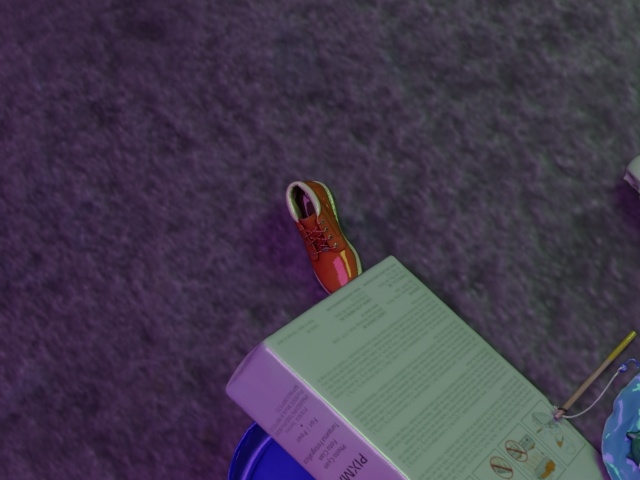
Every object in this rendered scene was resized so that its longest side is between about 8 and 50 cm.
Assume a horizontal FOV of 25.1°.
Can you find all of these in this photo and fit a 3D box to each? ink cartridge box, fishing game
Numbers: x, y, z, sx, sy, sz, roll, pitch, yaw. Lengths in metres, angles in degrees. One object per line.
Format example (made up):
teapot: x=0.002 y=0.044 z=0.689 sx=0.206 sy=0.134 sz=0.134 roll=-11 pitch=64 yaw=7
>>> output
ink cartridge box: x=0.126 y=0.211 z=1.557 sx=0.385 sy=0.308 sz=0.091 roll=44 pitch=122 yaw=10
fishing game: x=0.403 y=0.218 z=1.576 sx=0.189 sy=0.041 sz=0.264 roll=-42 pitch=67 yaw=-5

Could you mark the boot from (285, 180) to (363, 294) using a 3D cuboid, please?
boot: x=0.000 y=0.000 z=1.736 sx=0.059 sy=0.084 sz=0.158 roll=-25 pitch=78 yaw=13

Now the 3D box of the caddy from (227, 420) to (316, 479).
caddy: x=0.004 y=0.343 z=1.649 sx=0.241 sy=0.179 sz=0.341 roll=11 pitch=88 yaw=-4

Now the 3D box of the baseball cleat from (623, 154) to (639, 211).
baseball cleat: x=0.432 y=-0.030 z=1.600 sx=0.109 sy=0.072 sz=0.206 roll=-39 pitch=77 yaw=4
